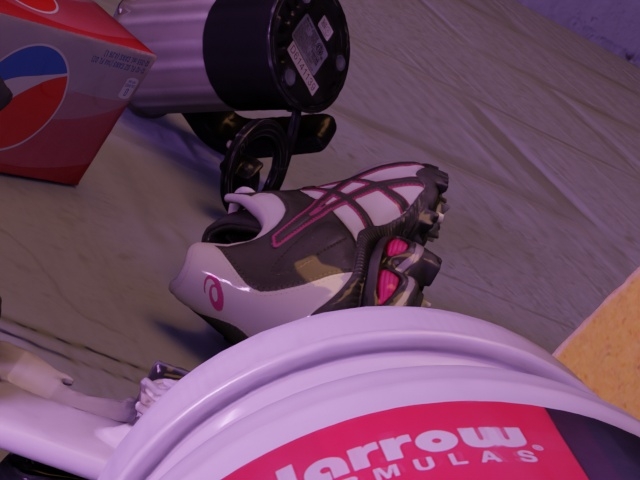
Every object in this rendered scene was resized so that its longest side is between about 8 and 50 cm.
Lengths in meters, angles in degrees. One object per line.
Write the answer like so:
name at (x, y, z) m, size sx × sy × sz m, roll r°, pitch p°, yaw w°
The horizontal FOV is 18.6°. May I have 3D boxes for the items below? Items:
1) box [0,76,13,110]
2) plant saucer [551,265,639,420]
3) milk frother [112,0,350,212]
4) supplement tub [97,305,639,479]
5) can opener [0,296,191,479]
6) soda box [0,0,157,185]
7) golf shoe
box at (-0.294, -0.195, 0.676) m, size 0.395 × 0.097 × 0.318 m, roll 44°, pitch -10°, yaw 10°
plant saucer at (0.203, 0.143, 0.634) m, size 0.333 × 0.333 × 0.081 m, roll 28°, pitch 40°, yaw -13°
milk frother at (-0.068, -0.087, 1.215) m, size 0.134 × 0.129 × 0.143 m, roll 0°, pitch 26°, yaw 37°
supplement tub at (0.037, 0.146, 0.439) m, size 0.191 × 0.191 × 0.272 m, roll 26°, pitch 16°, yaw -21°
can opener at (-0.138, 0.052, 0.638) m, size 0.280 × 0.093 × 0.074 m, roll 22°, pitch 13°, yaw -2°
soda box at (-0.202, -0.098, 0.960) m, size 0.083 × 0.092 × 0.263 m, roll 42°, pitch 17°, yaw 28°
golf shoe at (0.000, 0.000, 1.040) m, size 0.120 × 0.105 × 0.273 m, roll 24°, pitch 14°, yaw -1°
